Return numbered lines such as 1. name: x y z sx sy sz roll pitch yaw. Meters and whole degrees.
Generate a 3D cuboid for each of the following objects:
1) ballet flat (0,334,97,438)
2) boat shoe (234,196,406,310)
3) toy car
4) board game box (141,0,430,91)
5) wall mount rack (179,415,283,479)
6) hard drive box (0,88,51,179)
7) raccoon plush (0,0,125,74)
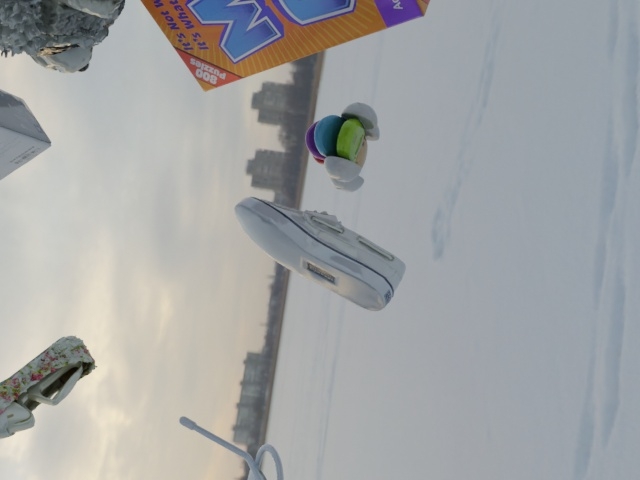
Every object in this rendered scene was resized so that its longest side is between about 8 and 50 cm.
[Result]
1. ballet flat: -0.437 0.234 1.003 0.241 0.077 0.091 -46 -21 -39
2. boat shoe: 0.000 0.000 0.981 0.088 0.267 0.096 -51 -21 -31
3. toy car: 0.038 -0.196 1.361 0.182 0.136 0.159 50 -121 -77
4. board game box: -0.055 -0.484 0.892 0.356 0.356 0.356 55 -140 -34
5. wall mount rack: -0.194 0.521 1.309 0.304 0.130 0.350 45 125 52
6. hard drive box: -0.503 -0.131 0.887 0.089 0.181 0.232 56 -178 3
7. raccoon plush: -0.356 -0.279 0.531 0.446 0.299 0.216 43 -144 -65
